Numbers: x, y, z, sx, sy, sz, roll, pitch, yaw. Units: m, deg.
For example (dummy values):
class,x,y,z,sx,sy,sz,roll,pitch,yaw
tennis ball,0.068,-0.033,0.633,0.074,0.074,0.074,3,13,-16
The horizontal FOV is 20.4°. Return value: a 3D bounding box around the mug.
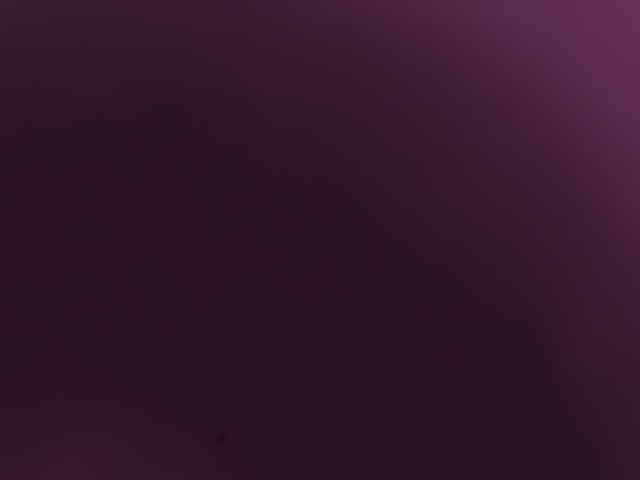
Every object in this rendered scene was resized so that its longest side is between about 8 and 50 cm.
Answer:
class,x,y,z,sx,sy,sz,roll,pitch,yaw
mug,-0.017,0.113,0.498,0.276,0.374,0.328,-23,159,-28
